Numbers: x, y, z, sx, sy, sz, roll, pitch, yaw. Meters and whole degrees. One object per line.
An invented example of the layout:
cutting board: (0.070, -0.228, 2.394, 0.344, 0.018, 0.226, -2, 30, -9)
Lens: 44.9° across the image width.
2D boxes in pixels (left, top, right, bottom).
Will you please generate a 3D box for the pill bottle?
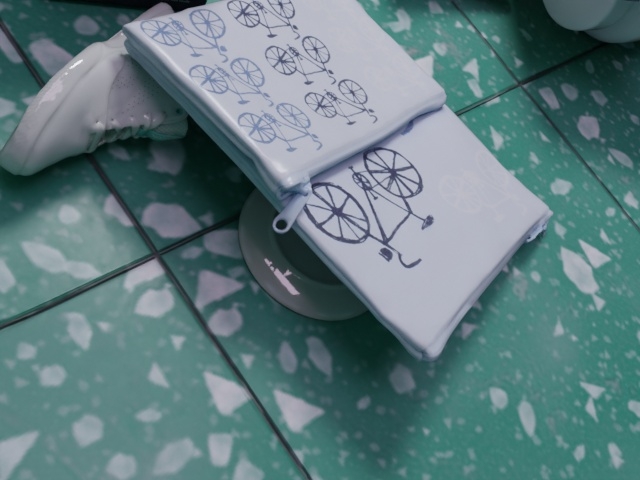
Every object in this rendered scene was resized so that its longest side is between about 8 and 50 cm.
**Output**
pill bottle: (0.409, -0.328, 0.975, 0.272, 0.152, 0.152, -16, 70, -33)

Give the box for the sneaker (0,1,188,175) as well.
sneaker: (-0.150, -0.104, 0.603, 0.094, 0.080, 0.212, 46, 50, -12)

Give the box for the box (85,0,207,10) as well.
box: (-0.148, -0.299, 0.629, 0.153, 0.207, 0.108, -2, 63, -29)

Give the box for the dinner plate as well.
dinner plate: (0.000, 0.000, 0.652, 0.141, 0.017, 0.141, 14, 56, -22)

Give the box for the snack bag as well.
snack bag: (0.045, -0.087, 0.671, 0.342, 0.037, 0.323, 48, 38, 5)
